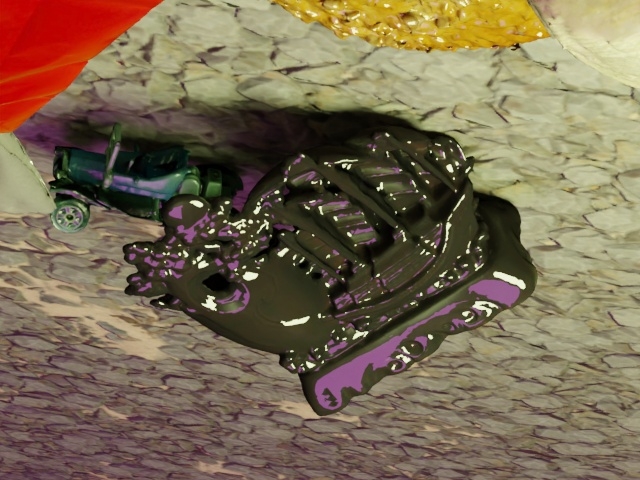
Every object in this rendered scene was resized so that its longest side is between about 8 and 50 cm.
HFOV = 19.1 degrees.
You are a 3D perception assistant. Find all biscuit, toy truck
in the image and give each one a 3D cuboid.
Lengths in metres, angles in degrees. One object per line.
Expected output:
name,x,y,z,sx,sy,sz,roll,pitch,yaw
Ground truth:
biscuit,0.053,-0.171,1.100,0.254,0.035,0.254,9,159,3
toy truck,-0.131,-0.048,1.458,0.154,0.080,0.078,8,123,-11

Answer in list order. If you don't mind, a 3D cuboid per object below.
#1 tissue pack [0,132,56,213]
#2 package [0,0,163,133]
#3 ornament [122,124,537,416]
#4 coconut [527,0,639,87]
tissue pack,-0.321,-0.093,1.178,0.238,0.239,0.305,-2,148,27
package,-0.142,-0.186,0.911,0.123,0.196,0.423,-2,168,-32
ornament,0.000,0.000,1.398,0.251,0.106,0.260,-32,135,18
coconut,0.164,-0.161,0.882,0.194,0.194,0.194,8,159,3
